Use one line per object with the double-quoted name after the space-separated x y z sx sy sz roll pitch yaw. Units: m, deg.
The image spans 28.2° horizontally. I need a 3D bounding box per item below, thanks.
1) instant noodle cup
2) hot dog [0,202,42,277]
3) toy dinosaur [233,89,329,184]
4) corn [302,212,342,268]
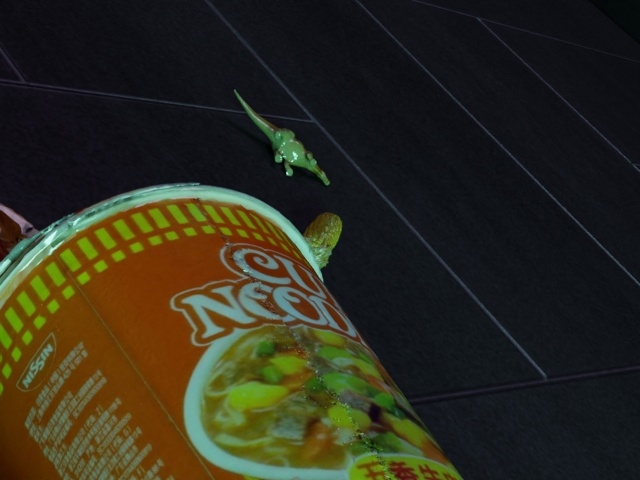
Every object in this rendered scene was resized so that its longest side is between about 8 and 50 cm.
-0.031 0.105 0.505 0.193 0.193 0.212 15 19 -38 "instant noodle cup"
-0.178 0.034 0.652 0.099 0.053 0.192 30 27 -21 "hot dog"
-0.034 -0.083 1.070 0.113 0.026 0.041 40 17 -12 "toy dinosaur"
0.000 0.000 0.967 0.028 0.027 0.083 16 23 8 "corn"
